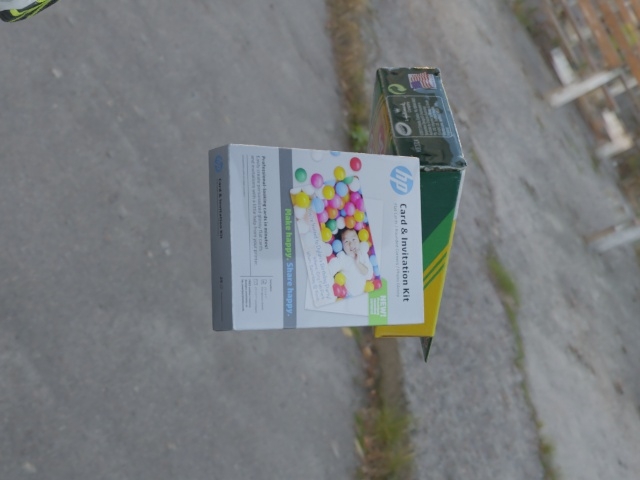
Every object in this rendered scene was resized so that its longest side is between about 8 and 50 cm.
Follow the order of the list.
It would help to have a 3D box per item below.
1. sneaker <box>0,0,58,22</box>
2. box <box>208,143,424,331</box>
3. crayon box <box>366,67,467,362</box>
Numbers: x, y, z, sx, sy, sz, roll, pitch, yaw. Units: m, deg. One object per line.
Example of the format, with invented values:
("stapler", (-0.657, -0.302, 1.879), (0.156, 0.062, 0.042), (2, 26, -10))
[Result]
("sneaker", (-0.433, -0.541, 1.836), (0.147, 0.385, 0.145), (59, -7, -11))
("box", (0.000, 0.000, 0.844), (0.186, 0.038, 0.145), (2, 85, -34))
("crayon box", (0.102, -0.024, 1.263), (0.202, 0.081, 0.318), (-96, -172, -48))
